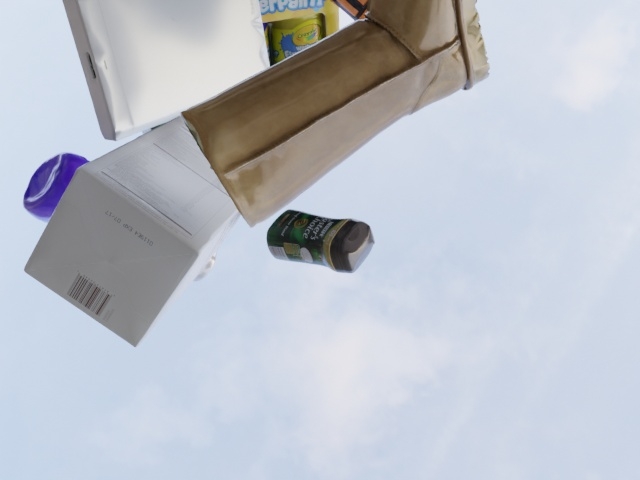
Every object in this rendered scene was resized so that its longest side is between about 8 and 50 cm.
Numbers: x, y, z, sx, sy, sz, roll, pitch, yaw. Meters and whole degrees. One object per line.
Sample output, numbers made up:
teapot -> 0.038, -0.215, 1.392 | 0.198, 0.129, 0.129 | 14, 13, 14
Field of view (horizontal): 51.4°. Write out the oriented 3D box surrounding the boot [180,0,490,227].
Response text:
boot -> 0.002, -0.161, 0.570 | 0.270, 0.236, 0.089 | -30, -146, -3

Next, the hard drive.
hard drive -> -0.204, -0.289, 0.960 | 0.040, 0.203, 0.307 | 13, -147, 39

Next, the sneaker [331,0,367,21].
sneaker -> 0.139, -0.393, 0.978 | 0.180, 0.124, 0.321 | 47, -118, -3

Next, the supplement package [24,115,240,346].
supplement package -> -0.175, -0.023, 0.728 | 0.139, 0.244, 0.134 | 36, -66, -4

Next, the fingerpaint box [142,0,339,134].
fingerpaint box -> -0.184, -0.417, 1.436 | 0.445, 0.371, 0.163 | -15, -146, -19

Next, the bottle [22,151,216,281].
bottle -> -0.278, -0.023, 0.971 | 0.118, 0.283, 0.092 | -13, -124, 41

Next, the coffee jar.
coffee jar -> 0.000, 0.000, 1.176 | 0.184, 0.079, 0.096 | 10, -135, 36
